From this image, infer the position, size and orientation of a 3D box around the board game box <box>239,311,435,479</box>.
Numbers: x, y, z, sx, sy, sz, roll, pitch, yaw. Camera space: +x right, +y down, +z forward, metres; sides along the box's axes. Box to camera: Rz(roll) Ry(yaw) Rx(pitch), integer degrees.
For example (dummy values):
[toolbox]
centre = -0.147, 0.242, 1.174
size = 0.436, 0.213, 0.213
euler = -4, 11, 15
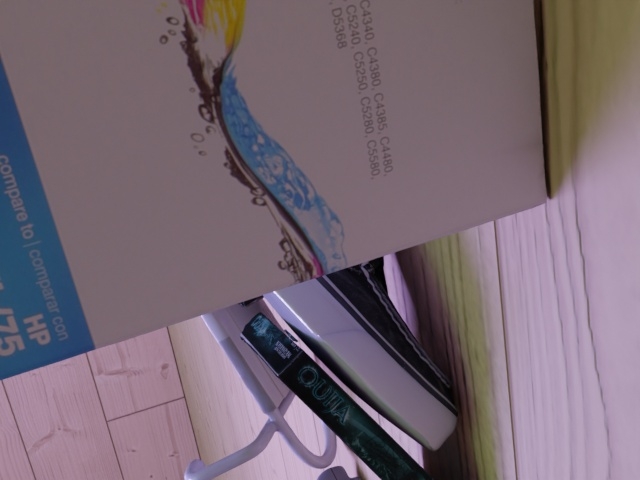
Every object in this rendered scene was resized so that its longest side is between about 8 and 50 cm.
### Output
[board game box]
centre = 0.026, 0.130, 0.664
size = 0.186, 0.026, 0.126
euler = 47, 173, -16

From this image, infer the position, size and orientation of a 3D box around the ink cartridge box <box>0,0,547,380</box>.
[ink cartridge box]
centre = -0.067, -0.097, 0.444
size = 0.198, 0.270, 0.197
euler = -131, 27, -60

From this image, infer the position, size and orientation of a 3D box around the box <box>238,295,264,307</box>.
[box]
centre = -0.093, -0.055, 0.798
size = 0.147, 0.077, 0.180
euler = 26, 142, 56

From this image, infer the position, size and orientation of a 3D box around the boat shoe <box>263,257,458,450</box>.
[boat shoe]
centre = 0.000, 0.000, 0.647
size = 0.301, 0.102, 0.108
euler = 48, 171, 12

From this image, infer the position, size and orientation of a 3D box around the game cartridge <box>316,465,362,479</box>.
[game cartridge]
centre = 0.069, 0.378, 0.905
size = 0.297, 0.062, 0.198
euler = -125, 27, -52

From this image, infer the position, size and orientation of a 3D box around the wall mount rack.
[wall mount rack]
centre = -0.114, 0.086, 1.019
size = 0.350, 0.130, 0.304
euler = 59, -163, -7
